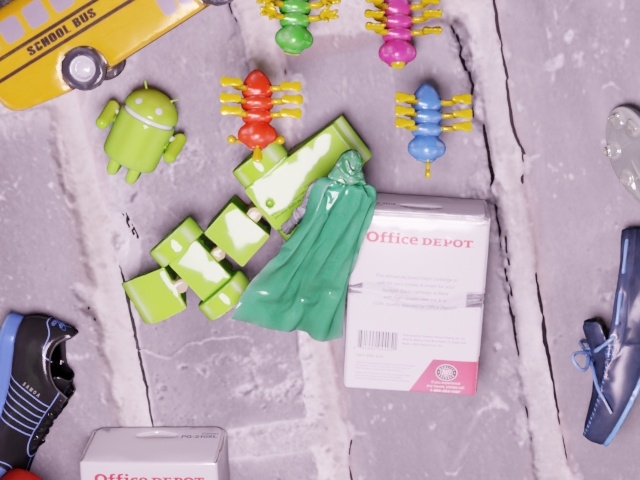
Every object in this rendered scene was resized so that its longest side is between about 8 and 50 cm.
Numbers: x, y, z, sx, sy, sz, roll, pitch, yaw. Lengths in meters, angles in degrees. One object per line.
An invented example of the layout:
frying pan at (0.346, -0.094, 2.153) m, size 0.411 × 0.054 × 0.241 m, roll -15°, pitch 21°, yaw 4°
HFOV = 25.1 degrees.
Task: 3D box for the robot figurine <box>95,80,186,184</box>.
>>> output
robot figurine at (-0.207, -0.124, 1.656) m, size 0.101 × 0.067 × 0.115 m, roll 27°, pitch 106°, yaw -2°

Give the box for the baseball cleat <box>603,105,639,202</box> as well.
baseball cleat at (0.401, -0.065, 1.635) m, size 0.072 × 0.109 × 0.206 m, roll -36°, pitch 75°, yaw 50°

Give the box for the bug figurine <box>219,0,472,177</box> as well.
bug figurine at (0.027, -0.183, 1.588) m, size 0.279 × 0.072 × 0.216 m, roll 5°, pitch 84°, yaw -8°

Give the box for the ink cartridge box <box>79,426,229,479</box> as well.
ink cartridge box at (-0.199, 0.358, 1.777) m, size 0.172 × 0.100 × 0.237 m, roll -1°, pitch 106°, yaw 4°

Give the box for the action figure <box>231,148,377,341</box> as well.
action figure at (0.000, 0.000, 1.585) m, size 0.137 × 0.063 × 0.232 m, roll 9°, pitch 122°, yaw -25°

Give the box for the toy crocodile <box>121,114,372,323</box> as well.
toy crocodile at (-0.088, -0.018, 1.670) m, size 0.340 × 0.105 × 0.115 m, roll -41°, pitch 99°, yaw 9°

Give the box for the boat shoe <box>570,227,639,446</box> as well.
boat shoe at (0.346, 0.109, 1.679) m, size 0.089 × 0.109 × 0.258 m, roll 19°, pitch 90°, yaw 6°

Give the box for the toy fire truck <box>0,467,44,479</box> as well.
toy fire truck at (-0.444, 0.376, 1.757) m, size 0.254 × 0.169 × 0.302 m, roll 23°, pitch 141°, yaw 22°

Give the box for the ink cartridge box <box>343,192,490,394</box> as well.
ink cartridge box at (0.110, 0.059, 1.674) m, size 0.159 × 0.092 × 0.218 m, roll 4°, pitch 108°, yaw 3°

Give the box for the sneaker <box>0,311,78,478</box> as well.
sneaker at (-0.349, 0.203, 1.754) m, size 0.090 × 0.081 × 0.232 m, roll 9°, pitch 106°, yaw 7°

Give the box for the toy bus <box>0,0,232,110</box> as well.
toy bus at (-0.221, -0.264, 1.598) m, size 0.333 × 0.108 × 0.130 m, roll -30°, pitch 99°, yaw 12°
